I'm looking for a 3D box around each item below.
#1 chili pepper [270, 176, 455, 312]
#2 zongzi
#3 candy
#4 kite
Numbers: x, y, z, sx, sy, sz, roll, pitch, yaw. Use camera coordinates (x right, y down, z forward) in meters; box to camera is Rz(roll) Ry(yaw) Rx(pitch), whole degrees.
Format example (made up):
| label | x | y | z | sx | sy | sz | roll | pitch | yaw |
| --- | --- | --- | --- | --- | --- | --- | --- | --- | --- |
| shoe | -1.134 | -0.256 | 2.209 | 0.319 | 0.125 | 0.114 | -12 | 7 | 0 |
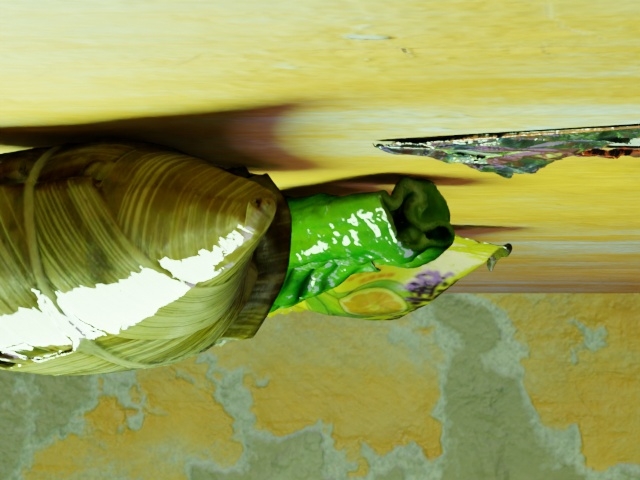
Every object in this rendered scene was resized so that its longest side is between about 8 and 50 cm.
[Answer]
| label | x | y | z | sx | sy | sz | roll | pitch | yaw |
| --- | --- | --- | --- | --- | --- | --- | --- | --- | --- |
| chili pepper | 0.001 | 0.000 | 1.430 | 0.099 | 0.083 | 0.253 | 1 | 172 | -28 |
| zongzi | -0.062 | -0.001 | 1.150 | 0.288 | 0.134 | 0.286 | -12 | 175 | 39 |
| candy | 0.048 | 0.030 | 1.892 | 0.187 | 0.081 | 0.297 | 1 | 165 | -18 |
| kite | 0.124 | -0.050 | 1.148 | 0.189 | 0.009 | 0.232 | 1 | 176 | -13 |
